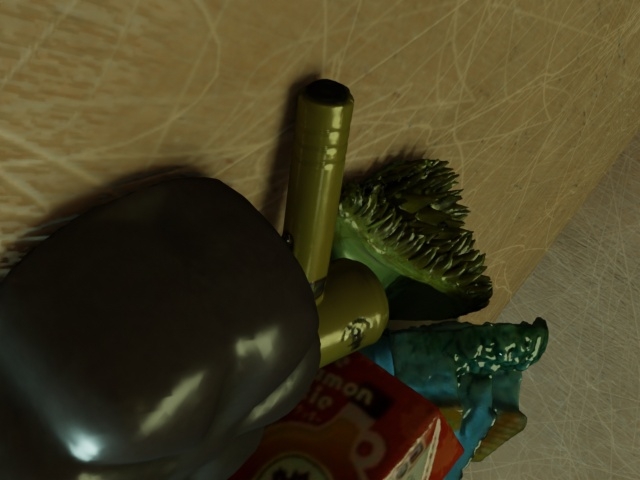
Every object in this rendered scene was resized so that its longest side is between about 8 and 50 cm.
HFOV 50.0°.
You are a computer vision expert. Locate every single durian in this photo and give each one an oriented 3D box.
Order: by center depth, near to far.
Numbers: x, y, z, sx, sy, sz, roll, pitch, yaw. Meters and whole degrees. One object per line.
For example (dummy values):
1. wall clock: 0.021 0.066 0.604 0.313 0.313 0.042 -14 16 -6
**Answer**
1. durian: 0.083 0.007 0.794 0.198 0.163 0.394 -15 161 15

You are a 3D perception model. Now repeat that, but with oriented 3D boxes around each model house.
1. model house: 0.156 0.217 0.832 0.261 0.225 0.241 48 41 -81

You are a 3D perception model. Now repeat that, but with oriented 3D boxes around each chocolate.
1. chocolate: -0.024 0.198 0.658 0.235 0.237 0.108 -41 142 -25

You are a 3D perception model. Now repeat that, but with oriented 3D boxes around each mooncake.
1. mooncake: -0.107 0.084 0.441 0.245 0.133 0.245 -36 158 -18

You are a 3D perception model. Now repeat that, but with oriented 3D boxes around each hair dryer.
1. hair dryer: 0.000 0.000 0.565 0.134 0.090 0.279 -18 135 -30

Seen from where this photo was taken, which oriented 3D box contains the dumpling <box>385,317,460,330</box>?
1. dumpling: 0.122 0.185 1.029 0.142 0.172 0.247 25 104 -48
